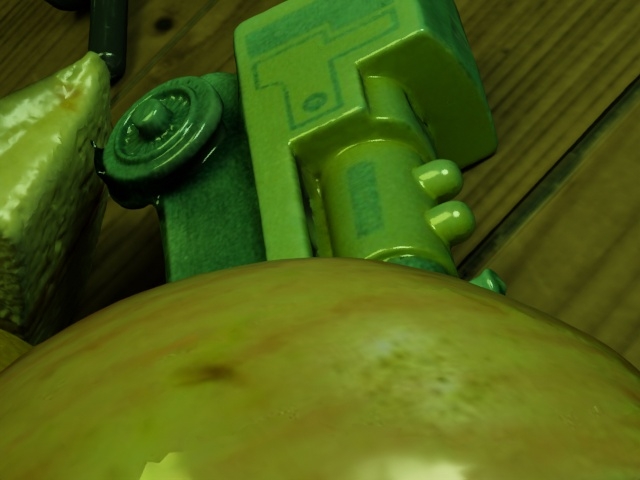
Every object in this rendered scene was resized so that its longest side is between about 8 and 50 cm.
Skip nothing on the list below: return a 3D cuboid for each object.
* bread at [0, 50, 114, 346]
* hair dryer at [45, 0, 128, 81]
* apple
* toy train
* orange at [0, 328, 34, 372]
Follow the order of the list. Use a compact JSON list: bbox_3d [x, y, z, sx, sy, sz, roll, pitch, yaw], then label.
[{"bbox_3d":[-0.219,-0.024,1.192,0.135,0.240,0.178,21,58,5],"label":"bread"},{"bbox_3d":[-0.185,-0.198,1.512,0.124,0.071,0.219,-28,45,23],"label":"hair dryer"},{"bbox_3d":[0.010,0.124,0.746,0.309,0.252,0.314,-23,14,-15],"label":"apple"},{"bbox_3d":[0.000,0.000,1.040,0.237,0.150,0.369,-26,39,13],"label":"toy train"},{"bbox_3d":[-0.229,0.159,1.022,0.236,0.236,0.236,-26,37,22],"label":"orange"}]
